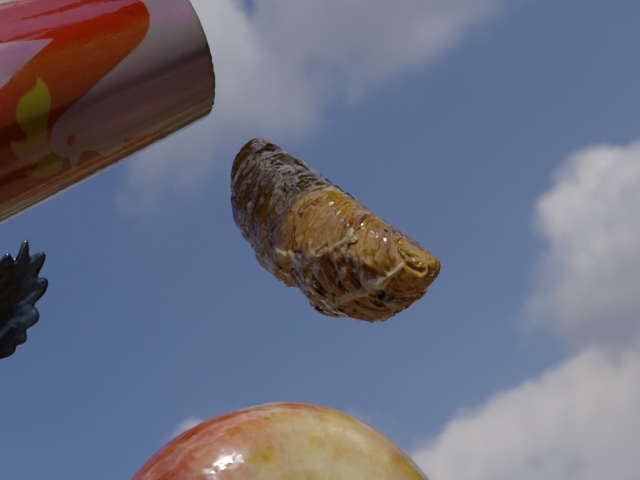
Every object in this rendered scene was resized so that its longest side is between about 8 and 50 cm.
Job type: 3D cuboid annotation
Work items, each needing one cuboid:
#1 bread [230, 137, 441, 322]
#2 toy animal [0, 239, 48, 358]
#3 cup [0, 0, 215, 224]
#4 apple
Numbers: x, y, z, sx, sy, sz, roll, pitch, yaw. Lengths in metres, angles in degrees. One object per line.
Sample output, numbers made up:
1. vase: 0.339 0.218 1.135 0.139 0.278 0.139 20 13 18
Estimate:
1. bread: 0.000 0.000 1.105 0.105 0.233 0.076 34 -86 -36
2. toy animal: -0.211 0.089 0.849 0.220 0.108 0.062 -41 -26 -4
3. cup: -0.235 -0.104 1.291 0.288 0.203 0.203 -24 -20 -25
4. apple: -0.021 0.193 0.886 0.209 0.209 0.164 -21 -23 -25
